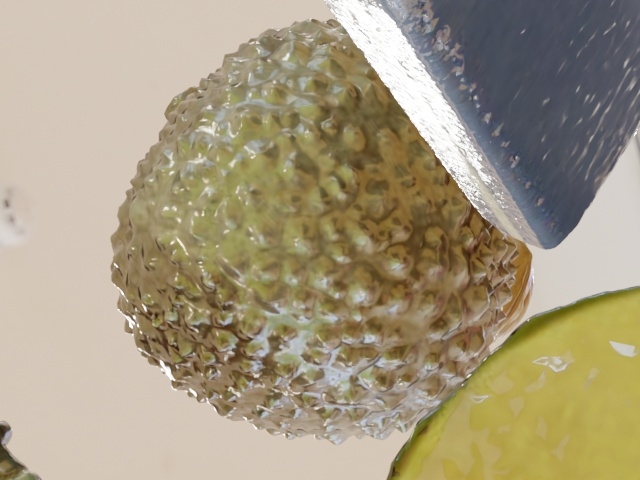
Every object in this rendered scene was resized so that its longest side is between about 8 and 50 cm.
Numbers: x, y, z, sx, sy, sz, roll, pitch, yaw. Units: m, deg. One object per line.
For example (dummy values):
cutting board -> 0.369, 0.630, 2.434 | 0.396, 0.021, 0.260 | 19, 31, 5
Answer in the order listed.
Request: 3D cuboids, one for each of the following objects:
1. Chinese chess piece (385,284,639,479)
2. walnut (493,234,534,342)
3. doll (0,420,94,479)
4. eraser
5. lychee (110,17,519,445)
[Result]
Chinese chess piece -> 0.137, 0.140, 0.708 | 0.104, 0.257, 0.257 | 45, -142, -47
walnut -> 0.118, 0.043, 1.950 | 0.167, 0.207, 0.167 | -18, -90, -75
doll -> -0.137, 0.236, 1.215 | 0.153, 0.195, 0.258 | -7, -91, -66
eraser -> 0.057, -0.061, 0.520 | 0.082, 0.036, 0.225 | -56, -23, -4
lychee -> -0.003, -0.002, 1.314 | 0.300, 0.300, 0.300 | 39, -137, -49
